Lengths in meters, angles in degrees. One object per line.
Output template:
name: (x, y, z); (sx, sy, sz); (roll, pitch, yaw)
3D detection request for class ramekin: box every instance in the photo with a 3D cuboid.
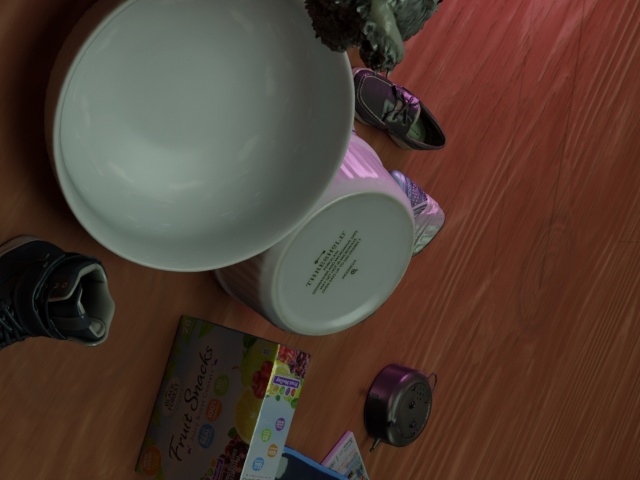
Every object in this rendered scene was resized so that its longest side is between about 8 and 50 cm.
ramekin: (0.000, 0.000, 1.362); (0.272, 0.127, 0.273); (-20, 131, -25)

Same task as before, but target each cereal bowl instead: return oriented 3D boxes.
cereal bowl: (-0.140, -0.144, 1.163); (0.338, 0.141, 0.339); (-13, 122, -21)

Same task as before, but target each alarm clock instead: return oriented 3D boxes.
alarm clock: (0.144, 0.265, 1.757); (0.192, 0.064, 0.129); (-26, 120, -49)

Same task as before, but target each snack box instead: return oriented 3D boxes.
snack box: (-0.121, 0.212, 1.306); (0.070, 0.174, 0.207); (24, 82, -49)

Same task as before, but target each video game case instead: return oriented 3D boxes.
video game case: (0.038, 0.373, 1.689); (0.087, 0.011, 0.122); (-46, 133, -35)

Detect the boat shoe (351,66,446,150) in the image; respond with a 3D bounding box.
boat shoe: (0.117, -0.192, 1.577); (0.223, 0.073, 0.080); (31, 75, -52)

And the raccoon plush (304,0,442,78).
raccoon plush: (-0.062, -0.327, 0.908); (0.216, 0.446, 0.299); (-88, -166, -71)

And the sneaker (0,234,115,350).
sneaker: (-0.307, 0.083, 1.043); (0.226, 0.163, 0.086); (-46, 134, -33)

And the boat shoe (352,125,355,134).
boat shoe: (-0.025, -0.170, 1.413); (0.226, 0.083, 0.076); (12, 79, -64)

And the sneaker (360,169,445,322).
sneaker: (0.057, 0.013, 1.561); (0.122, 0.110, 0.283); (49, 62, -20)

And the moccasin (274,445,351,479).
moccasin: (-0.023, 0.377, 1.541); (0.342, 0.137, 0.117); (36, 76, -36)
